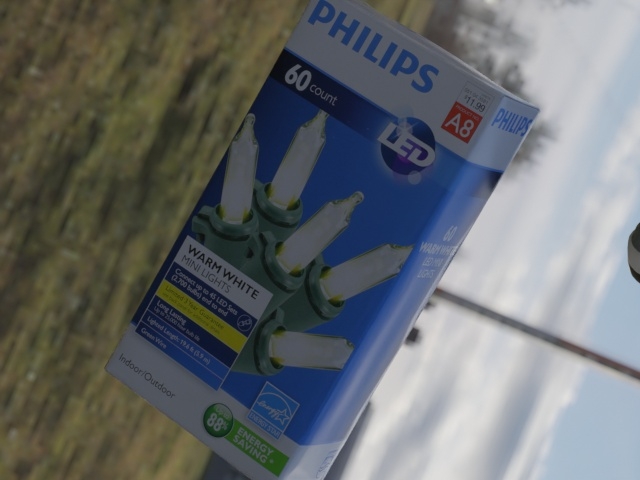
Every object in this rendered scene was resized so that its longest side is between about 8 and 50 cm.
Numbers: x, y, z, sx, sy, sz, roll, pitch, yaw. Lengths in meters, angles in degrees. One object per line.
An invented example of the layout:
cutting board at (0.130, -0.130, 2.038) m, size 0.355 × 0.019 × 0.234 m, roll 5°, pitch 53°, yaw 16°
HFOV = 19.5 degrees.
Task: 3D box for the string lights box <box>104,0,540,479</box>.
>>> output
string lights box at (0.000, 0.000, 1.078) m, size 0.260 × 0.133 × 0.076 m, roll -61°, pitch 158°, yaw 10°

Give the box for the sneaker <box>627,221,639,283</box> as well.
sneaker at (0.350, -0.070, 1.281) m, size 0.124 × 0.295 × 0.178 m, roll -108°, pitch -174°, yaw -60°
